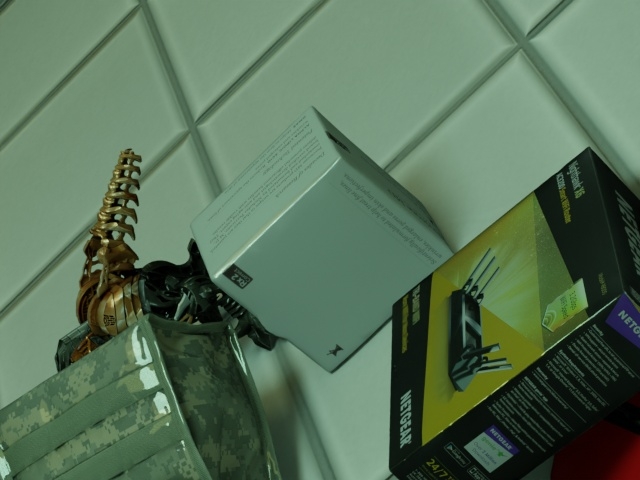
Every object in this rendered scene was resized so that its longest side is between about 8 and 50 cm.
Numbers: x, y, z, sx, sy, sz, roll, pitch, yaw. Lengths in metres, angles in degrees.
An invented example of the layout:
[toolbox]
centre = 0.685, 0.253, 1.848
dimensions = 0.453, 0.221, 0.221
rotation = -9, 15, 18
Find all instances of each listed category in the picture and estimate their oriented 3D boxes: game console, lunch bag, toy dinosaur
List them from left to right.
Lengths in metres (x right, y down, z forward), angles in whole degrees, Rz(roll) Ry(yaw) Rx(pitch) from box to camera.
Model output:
[lunch bag]
centre = -0.164, 0.251, 1.811
dimensions = 0.235, 0.169, 0.287
rotation = -32, 69, 27
[toy dinosaur]
centre = -0.177, 0.076, 1.983
dimensions = 0.164, 0.218, 0.322
rotation = 45, 137, 44
[game console]
centre = 0.265, 0.160, 1.540
dimensions = 0.124, 0.085, 0.144
rotation = -27, 24, -23

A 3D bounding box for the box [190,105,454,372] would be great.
[box]
centre = 0.000, 0.000, 1.885
dimensions = 0.182, 0.181, 0.119
rotation = -43, 33, 11

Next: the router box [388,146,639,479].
[router box]
centre = 0.173, 0.074, 1.609
dimensions = 0.243, 0.081, 0.309
rotation = -40, 17, 17
